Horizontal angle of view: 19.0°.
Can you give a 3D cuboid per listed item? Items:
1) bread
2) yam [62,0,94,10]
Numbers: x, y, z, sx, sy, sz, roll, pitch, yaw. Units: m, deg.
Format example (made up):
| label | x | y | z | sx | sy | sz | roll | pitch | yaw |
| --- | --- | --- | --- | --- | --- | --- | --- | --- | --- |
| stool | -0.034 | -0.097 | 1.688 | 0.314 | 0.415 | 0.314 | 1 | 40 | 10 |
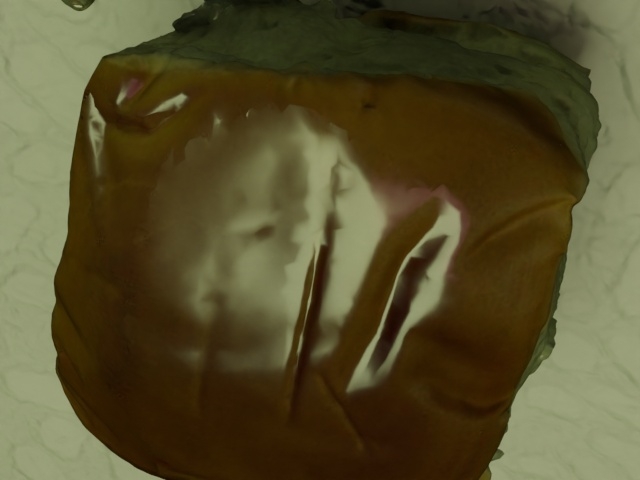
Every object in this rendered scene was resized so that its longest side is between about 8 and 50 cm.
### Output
| label | x | y | z | sx | sy | sz | roll | pitch | yaw |
| --- | --- | --- | --- | --- | --- | --- | --- | --- | --- |
| bread | 0.000 | 0.000 | 0.956 | 0.250 | 0.225 | 0.279 | 15 | 128 | 6 |
| yam | -0.162 | -0.166 | 1.012 | 0.021 | 0.021 | 0.116 | -28 | 114 | 37 |
